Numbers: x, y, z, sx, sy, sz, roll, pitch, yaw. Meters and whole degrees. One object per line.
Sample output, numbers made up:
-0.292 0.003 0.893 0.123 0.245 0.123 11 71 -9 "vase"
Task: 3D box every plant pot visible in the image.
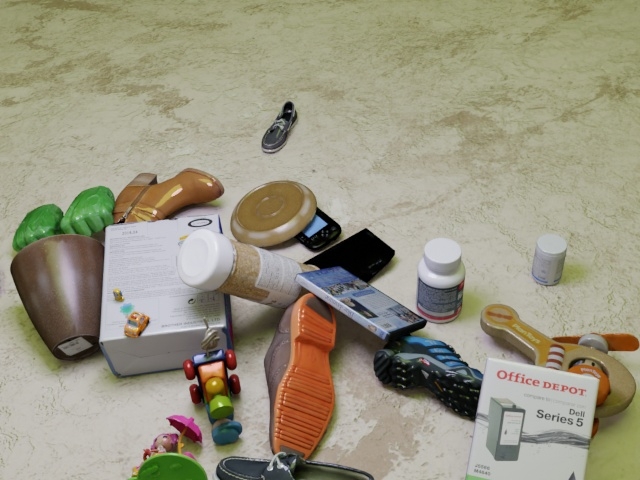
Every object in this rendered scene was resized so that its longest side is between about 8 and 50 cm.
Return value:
-0.127 -0.080 2.067 0.236 0.032 0.236 -12 42 11 "plant pot"
-0.562 0.141 1.786 0.215 0.215 0.230 -15 58 -13 "plant pot"

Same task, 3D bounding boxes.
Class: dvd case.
0.089 0.131 1.731 0.253 0.022 0.180 31 19 27 "dvd case"

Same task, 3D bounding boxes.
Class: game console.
0.000 0.000 2.004 0.213 0.044 0.361 -29 48 -26 "game console"

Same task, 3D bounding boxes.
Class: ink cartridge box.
-0.344 0.092 1.818 0.270 0.151 0.395 -6 50 -5 "ink cartridge box"
0.372 0.359 1.434 0.198 0.115 0.273 9 82 14 "ink cartridge box"

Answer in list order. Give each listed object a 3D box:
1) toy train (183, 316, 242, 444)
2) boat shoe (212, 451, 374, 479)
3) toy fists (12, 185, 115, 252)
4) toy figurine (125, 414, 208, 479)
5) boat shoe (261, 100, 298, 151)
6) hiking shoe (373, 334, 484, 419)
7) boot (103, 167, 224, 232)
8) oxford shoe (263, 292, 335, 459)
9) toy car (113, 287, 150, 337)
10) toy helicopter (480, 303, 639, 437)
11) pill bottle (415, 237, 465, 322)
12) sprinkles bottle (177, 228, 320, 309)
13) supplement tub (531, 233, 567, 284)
-0.205 0.280 1.562 0.105 0.248 0.143 -13 48 -10 "toy train"
-0.048 0.434 1.471 0.302 0.091 0.114 11 16 5 "boat shoe"
-0.641 -0.038 2.013 0.279 0.096 0.142 -17 28 10 "toy fists"
-0.291 0.411 1.547 0.173 0.130 0.159 -24 26 13 "toy figurine"
-0.124 -0.337 2.364 0.075 0.065 0.206 12 45 16 "boat shoe"
0.266 0.263 1.649 0.304 0.113 0.132 21 41 19 "hiking shoe"
-0.408 -0.089 2.074 0.283 0.109 0.220 7 42 15 "boot"
-0.053 0.292 1.655 0.130 0.133 0.363 31 50 -26 "oxford shoe"
-0.404 0.146 1.649 0.122 0.040 0.060 33 57 26 "toy car"
0.488 0.228 1.660 0.235 0.140 0.355 -29 46 -28 "toy helicopter"
0.268 0.087 1.789 0.108 0.180 0.108 -2 43 2 "pill bottle"
-0.138 0.074 1.722 0.355 0.121 0.121 20 19 -48 "sprinkles bottle"
0.533 0.046 1.873 0.071 0.107 0.071 -2 42 1 "supplement tub"
